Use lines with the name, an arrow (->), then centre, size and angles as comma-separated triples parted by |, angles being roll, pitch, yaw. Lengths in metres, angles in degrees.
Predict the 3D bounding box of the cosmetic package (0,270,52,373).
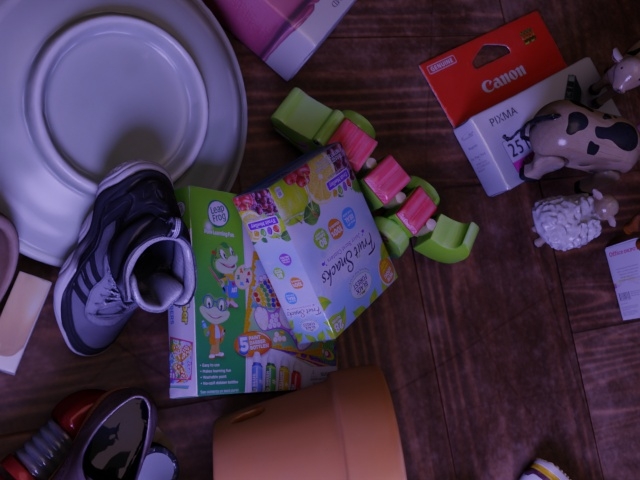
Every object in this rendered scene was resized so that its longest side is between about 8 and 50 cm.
cosmetic package -> -0.362, 0.099, 0.966 | 0.041, 0.060, 0.115 | 22, 70, -15

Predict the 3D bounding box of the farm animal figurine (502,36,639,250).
farm animal figurine -> 0.440, -0.158, 1.188 | 0.326, 0.172, 0.330 | -4, 73, -17

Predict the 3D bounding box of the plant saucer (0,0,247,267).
plant saucer -> -0.251, -0.157, 0.975 | 0.400, 0.100, 0.401 | -3, 97, -32

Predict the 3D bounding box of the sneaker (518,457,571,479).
sneaker -> 0.357, 0.404, 1.173 | 0.185, 0.069, 0.084 | 44, 76, -1

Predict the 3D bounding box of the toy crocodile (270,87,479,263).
toy crocodile -> 0.076, -0.087, 1.146 | 0.340, 0.105, 0.115 | 43, 68, -7

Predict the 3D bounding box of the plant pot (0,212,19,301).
plant pot -> -0.495, 0.016, 0.856 | 0.229, 0.263, 0.263 | 35, 68, 10

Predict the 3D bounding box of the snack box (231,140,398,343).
snack box -> 0.000, 0.000, 1.043 | 0.174, 0.070, 0.207 | -39, 111, -48

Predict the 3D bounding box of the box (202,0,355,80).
box -> -0.075, -0.368, 1.138 | 0.232, 0.127, 0.149 | 39, 68, -9

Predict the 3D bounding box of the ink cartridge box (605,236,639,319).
ink cartridge box -> 0.512, 0.058, 1.288 | 0.052, 0.088, 0.122 | -10, 82, -21

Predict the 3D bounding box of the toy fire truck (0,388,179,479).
toy fire truck -> -0.322, 0.239, 0.920 | 0.217, 0.158, 0.246 | -46, 107, -22

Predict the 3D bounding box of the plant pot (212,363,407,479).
plant pot -> -0.017, 0.300, 0.949 | 0.203, 0.291, 0.291 | -5, 80, -6

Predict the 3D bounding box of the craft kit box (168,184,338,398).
craft kit box -> -0.081, 0.070, 1.025 | 0.250, 0.061, 0.247 | 7, 72, -48

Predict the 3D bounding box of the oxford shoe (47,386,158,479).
oxford shoe -> -0.245, 0.272, 0.816 | 0.097, 0.098, 0.271 | 24, 71, -13

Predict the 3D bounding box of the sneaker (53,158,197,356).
sneaker -> -0.223, 0.053, 0.917 | 0.101, 0.153, 0.269 | 7, 119, -36

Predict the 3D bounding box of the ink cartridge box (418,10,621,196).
ink cartridge box -> 0.327, -0.233, 1.299 | 0.275, 0.060, 0.239 | -29, 91, -23
